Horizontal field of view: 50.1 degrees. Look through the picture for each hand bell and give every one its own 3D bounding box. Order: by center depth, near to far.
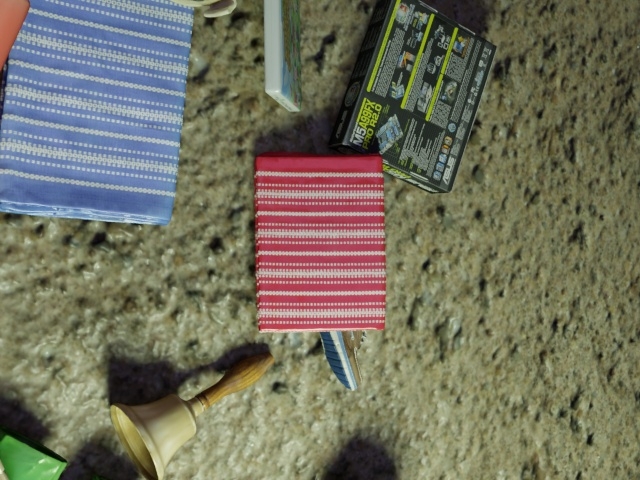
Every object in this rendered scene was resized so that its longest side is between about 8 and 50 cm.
[{"bbox_3d":[-0.166,0.231,0.997,0.242,0.126,0.126,-28,104,-34],"label":"hand bell"}]

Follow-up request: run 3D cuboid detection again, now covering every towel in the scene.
[{"bbox_3d":[-0.304,-0.194,0.932,0.243,0.040,0.335,6,90,-25],"label":"towel"},{"bbox_3d":[0.000,0.000,1.039,0.199,0.031,0.274,-1,88,-4],"label":"towel"}]

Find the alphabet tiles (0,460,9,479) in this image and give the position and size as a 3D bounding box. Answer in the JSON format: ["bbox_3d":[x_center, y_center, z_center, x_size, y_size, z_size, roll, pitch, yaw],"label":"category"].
[{"bbox_3d":[-0.493,0.367,0.828,0.285,0.011,0.342,-17,101,3],"label":"alphabet tiles"}]

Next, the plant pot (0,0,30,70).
[{"bbox_3d":[-0.487,-0.194,0.743,0.275,0.275,0.243,15,96,-24],"label":"plant pot"}]

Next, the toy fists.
[{"bbox_3d":[-0.359,0.365,0.908,0.279,0.096,0.142,37,71,-19],"label":"toy fists"}]

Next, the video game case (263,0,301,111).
[{"bbox_3d":[-0.051,-0.300,0.964,0.023,0.193,0.212,0,93,6],"label":"video game case"}]

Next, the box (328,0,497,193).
[{"bbox_3d":[0.155,-0.239,1.124,0.216,0.060,0.270,20,84,-23],"label":"box"}]

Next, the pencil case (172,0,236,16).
[{"bbox_3d":[-0.129,-0.480,0.860,0.183,0.160,0.410,33,57,-37],"label":"pencil case"}]

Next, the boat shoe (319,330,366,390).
[{"bbox_3d":[0.038,0.148,1.087,0.066,0.066,0.183,-23,102,-23],"label":"boat shoe"}]
